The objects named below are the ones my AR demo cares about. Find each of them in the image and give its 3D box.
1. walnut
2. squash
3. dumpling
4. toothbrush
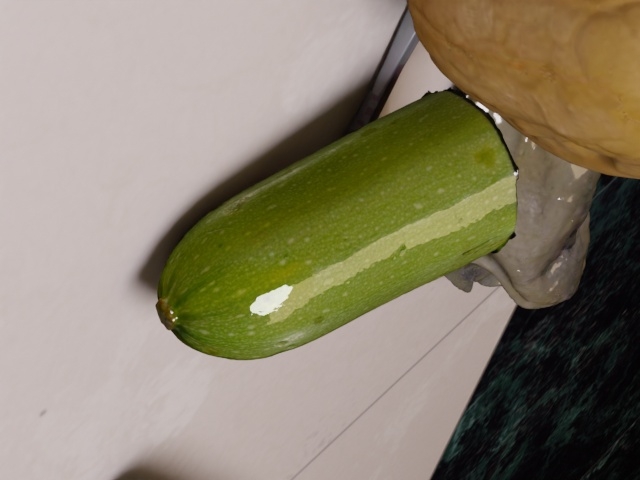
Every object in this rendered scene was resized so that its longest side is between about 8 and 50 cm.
[{"bbox_3d":[0.150,-0.118,0.726,0.193,0.226,0.193,-27,123,-49],"label":"walnut"},{"bbox_3d":[0.000,0.000,0.777,0.188,0.095,0.095,-25,147,-20],"label":"squash"},{"bbox_3d":[0.131,-0.035,0.967,0.166,0.086,0.332,-39,150,-25],"label":"dumpling"},{"bbox_3d":[0.014,-0.041,0.838,0.014,0.017,0.194,-18,137,-61],"label":"toothbrush"}]
